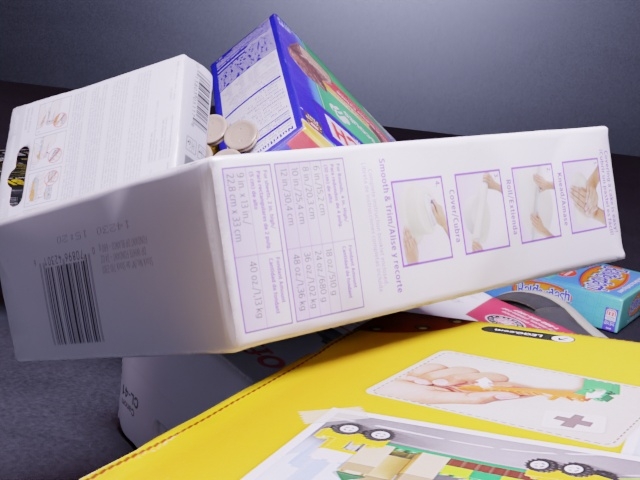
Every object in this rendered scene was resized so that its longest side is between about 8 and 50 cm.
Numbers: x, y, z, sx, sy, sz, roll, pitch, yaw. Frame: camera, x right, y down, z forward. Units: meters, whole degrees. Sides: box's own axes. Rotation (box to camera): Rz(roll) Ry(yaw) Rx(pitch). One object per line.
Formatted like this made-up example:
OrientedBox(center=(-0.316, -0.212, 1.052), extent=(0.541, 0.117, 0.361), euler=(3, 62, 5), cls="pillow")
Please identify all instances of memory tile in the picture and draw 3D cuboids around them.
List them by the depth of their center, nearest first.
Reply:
OrientedBox(center=(-0.134, -0.068, 1.044), extent=(0.113, 0.148, 0.012), euler=(13, -24, 24), cls="memory tile")

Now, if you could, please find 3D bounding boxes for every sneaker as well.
OrientedBox(center=(0.206, 0.108, 1.019), extent=(0.118, 0.083, 0.222), euler=(-2, 17, -28), cls="sneaker")

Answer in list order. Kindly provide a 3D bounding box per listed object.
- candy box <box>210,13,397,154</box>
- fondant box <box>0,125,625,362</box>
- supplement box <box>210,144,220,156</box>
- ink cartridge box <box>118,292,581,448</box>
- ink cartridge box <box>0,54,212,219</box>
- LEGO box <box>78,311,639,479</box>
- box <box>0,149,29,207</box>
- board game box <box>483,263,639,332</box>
OrientedBox(center=(0.005, -0.092, 1.216), extent=(0.268, 0.122, 0.317), euler=(42, 19, -30), cls="candy box")
OrientedBox(center=(0.000, 0.000, 0.650), extent=(0.330, 0.096, 0.238), euler=(-10, 1, -41), cls="fondant box")
OrientedBox(center=(-0.221, -0.040, 1.177), extent=(0.191, 0.194, 0.129), euler=(8, 14, 7), cls="supplement box")
OrientedBox(center=(0.023, 0.115, 0.813), extent=(0.306, 0.131, 0.226), euler=(-2, 16, -33), cls="ink cartridge box")
OrientedBox(center=(-0.224, -0.076, 1.045), extent=(0.232, 0.189, 0.066), euler=(-14, -30, 29), cls="ink cartridge box")
OrientedBox(center=(0.172, 0.184, 0.366), extent=(0.500, 0.193, 0.372), euler=(6, 12, 27), cls="LEGO box")
OrientedBox(center=(-0.451, -0.067, 1.423), extent=(0.322, 0.079, 0.257), euler=(-7, 21, -43), cls="box")
OrientedBox(center=(0.318, 0.057, 1.346), extent=(0.210, 0.047, 0.160), euler=(16, 17, 29), cls="board game box")
